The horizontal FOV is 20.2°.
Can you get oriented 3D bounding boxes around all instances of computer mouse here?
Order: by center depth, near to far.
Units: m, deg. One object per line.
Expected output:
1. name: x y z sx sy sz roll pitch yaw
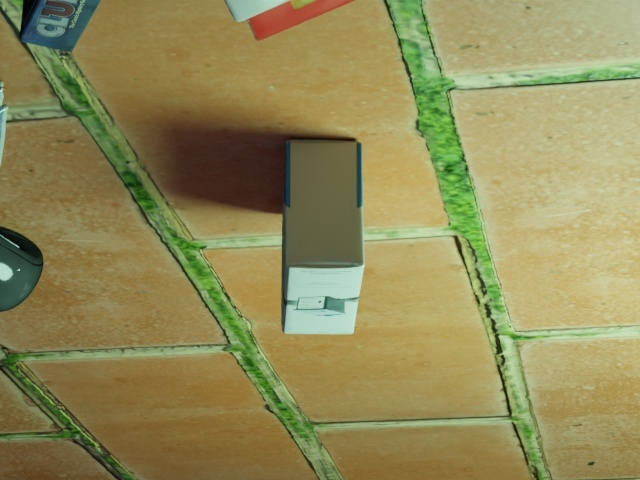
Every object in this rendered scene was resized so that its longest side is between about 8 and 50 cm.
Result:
1. computer mouse: -0.411 0.052 1.940 0.060 0.184 0.262 39 -178 38

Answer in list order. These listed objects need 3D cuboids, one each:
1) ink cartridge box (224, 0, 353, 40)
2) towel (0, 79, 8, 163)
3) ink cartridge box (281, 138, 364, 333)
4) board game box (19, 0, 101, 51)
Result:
1. ink cartridge box: 0.064 -0.238 1.258 0.296 0.066 0.261 -23 153 3
2. towel: -0.428 -0.046 1.706 0.285 0.034 0.209 -28 165 -22
3. ink cartridge box: 0.000 0.000 1.829 0.082 0.139 0.190 0 157 -1
4. board game box: -0.151 -0.257 1.225 0.042 0.165 0.243 11 154 -20
